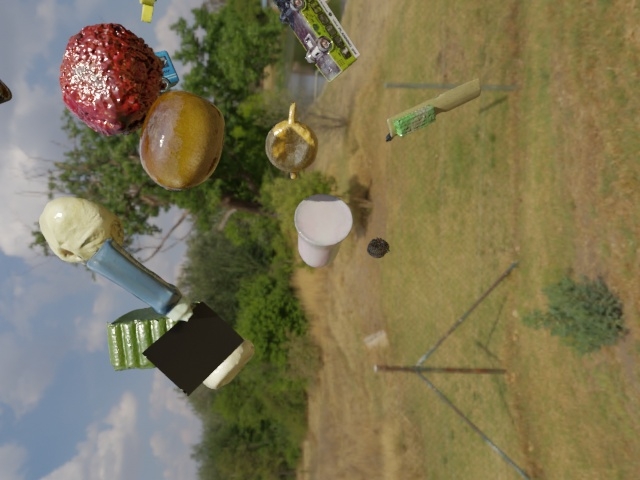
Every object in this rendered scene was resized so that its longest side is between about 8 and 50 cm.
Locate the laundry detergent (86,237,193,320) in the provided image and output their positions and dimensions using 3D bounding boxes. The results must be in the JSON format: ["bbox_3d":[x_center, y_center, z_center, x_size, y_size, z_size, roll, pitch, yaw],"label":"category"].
[{"bbox_3d":[-0.459,0.115,1.532,0.094,0.290,0.143,-53,15,-13],"label":"laundry detergent"}]

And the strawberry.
[{"bbox_3d":[-0.507,-0.386,1.475,0.220,0.274,0.274,44,140,42],"label":"strawberry"}]

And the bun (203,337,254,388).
[{"bbox_3d":[-0.282,0.351,1.751,0.183,0.102,0.183,-44,-13,-13],"label":"bun"}]

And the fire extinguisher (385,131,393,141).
[{"bbox_3d":[0.261,-0.387,2.167,0.083,0.025,0.038,-51,7,-15],"label":"fire extinguisher"}]

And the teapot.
[{"bbox_3d":[-0.109,-0.386,2.308,0.167,0.204,0.311,-82,-7,-67],"label":"teapot"}]

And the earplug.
[{"bbox_3d":[0.000,0.000,1.858,0.301,0.173,0.172,99,171,-65],"label":"earplug"}]

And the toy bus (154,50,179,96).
[{"bbox_3d":[-0.580,-0.505,1.858,0.113,0.247,0.134,10,120,68],"label":"toy bus"}]

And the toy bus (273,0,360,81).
[{"bbox_3d":[-0.007,-0.629,1.737,0.301,0.139,0.113,55,156,-9],"label":"toy bus"}]

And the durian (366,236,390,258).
[{"bbox_3d":[0.213,0.028,2.165,0.080,0.091,0.080,-25,-56,-44],"label":"durian"}]

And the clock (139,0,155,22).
[{"bbox_3d":[-0.431,-0.735,1.489,0.293,0.071,0.277,123,146,-46],"label":"clock"}]

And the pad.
[{"bbox_3d":[-0.327,0.277,1.548,0.243,0.164,0.004,-43,-6,-48],"label":"pad"}]

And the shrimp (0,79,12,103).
[{"bbox_3d":[-1.138,-0.532,1.919,0.446,0.110,0.221,33,151,34],"label":"shrimp"}]

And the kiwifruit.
[{"bbox_3d":[-0.327,-0.230,1.392,0.196,0.196,0.233,-118,47,-79],"label":"kiwifruit"}]

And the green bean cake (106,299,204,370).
[{"bbox_3d":[-0.477,0.279,1.750,0.250,0.247,0.156,-68,-30,-87],"label":"green bean cake"}]

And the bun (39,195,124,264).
[{"bbox_3d":[-1.028,-0.017,2.520,0.364,0.365,0.202,100,180,-54],"label":"bun"}]

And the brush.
[{"bbox_3d":[0.298,-0.338,1.507,0.048,0.283,0.054,44,157,51],"label":"brush"}]
